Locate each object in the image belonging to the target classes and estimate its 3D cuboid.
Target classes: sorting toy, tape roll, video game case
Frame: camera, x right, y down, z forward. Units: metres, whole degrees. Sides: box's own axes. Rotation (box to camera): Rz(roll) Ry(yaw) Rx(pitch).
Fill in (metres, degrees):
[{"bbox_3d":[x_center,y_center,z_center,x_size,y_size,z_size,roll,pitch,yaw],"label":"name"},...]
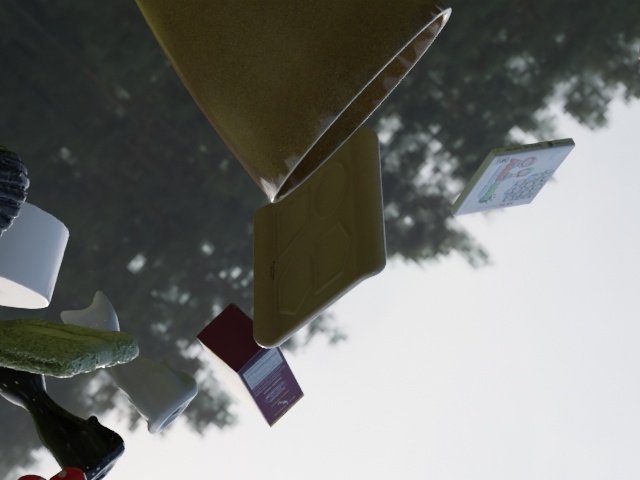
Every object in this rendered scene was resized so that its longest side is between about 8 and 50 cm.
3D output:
[{"bbox_3d":[0.000,0.000,1.554,0.208,0.038,0.193,-35,-135,40],"label":"sorting toy"},{"bbox_3d":[-0.464,-0.002,1.760,0.286,0.286,0.100,-14,-121,62],"label":"tape roll"},{"bbox_3d":[0.282,-0.093,2.066,0.143,0.019,0.157,-9,151,-27],"label":"video game case"}]

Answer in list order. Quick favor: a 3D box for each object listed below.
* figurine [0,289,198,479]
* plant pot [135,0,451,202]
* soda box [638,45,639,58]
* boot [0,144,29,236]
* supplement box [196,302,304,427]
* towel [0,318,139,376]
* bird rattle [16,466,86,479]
[{"bbox_3d":[-0.305,0.191,1.862,0.215,0.209,0.092,-38,171,-31],"label":"figurine"},{"bbox_3d":[-0.053,-0.205,1.274,0.237,0.254,0.237,-47,176,-4],"label":"plant pot"},{"bbox_3d":[0.543,-0.277,1.964,0.058,0.183,0.063,-60,157,-50],"label":"soda box"},{"bbox_3d":[-0.492,-0.026,1.404,0.347,0.131,0.260,-21,161,13],"label":"boot"},{"bbox_3d":[-0.106,0.194,2.169,0.081,0.188,0.104,-43,-124,-14],"label":"supplement box"},{"bbox_3d":[-0.243,0.089,1.212,0.148,0.027,0.110,9,-171,29],"label":"towel"},{"bbox_3d":[-0.320,0.286,1.322,0.143,0.253,0.207,-24,135,-78],"label":"bird rattle"}]
